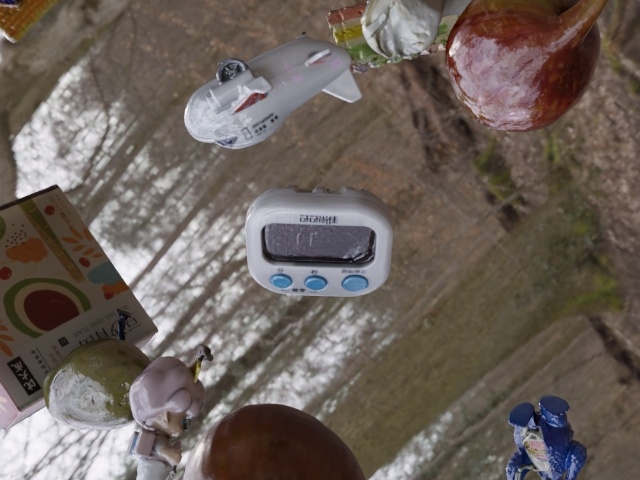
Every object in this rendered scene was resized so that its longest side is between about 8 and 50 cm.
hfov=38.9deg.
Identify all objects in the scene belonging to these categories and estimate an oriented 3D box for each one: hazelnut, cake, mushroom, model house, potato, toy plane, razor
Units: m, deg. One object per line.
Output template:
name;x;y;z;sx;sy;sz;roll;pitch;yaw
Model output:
hazelnut;-0.096;0.543;1.872;0.409;0.359;0.359;42;-170;-6
cake;0.117;-0.356;1.536;0.090;0.225;0.109;-142;38;-69
mushroom;0.136;-0.303;1.149;0.096;0.099;0.278;3;-153;34
model house;-0.306;-0.260;0.877;0.100;0.088;0.100;41;173;27
potato;-0.389;0.260;1.607;0.178;0.235;0.160;57;-154;-24
toy plane;-0.072;-0.206;1.272;0.252;0.252;0.118;-24;-89;-78
razor;-0.368;0.208;1.743;0.044;0.028;0.154;37;-147;-69

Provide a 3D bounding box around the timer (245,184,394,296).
timer;0.000;0.001;1.619;0.262;0.237;0.087;2;-135;1

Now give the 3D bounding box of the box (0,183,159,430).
box;-0.575;0.119;1.804;0.344;0.122;0.385;-31;-97;-44

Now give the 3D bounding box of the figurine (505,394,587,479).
figurine;0.476;0.443;1.917;0.164;0.262;0.120;2;-154;11

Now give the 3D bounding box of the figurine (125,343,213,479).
figurine;-0.231;0.257;1.329;0.112;0.229;0.137;15;159;-12

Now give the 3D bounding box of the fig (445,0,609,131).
fig;0.232;-0.209;0.970;0.175;0.175;0.207;37;167;-15
